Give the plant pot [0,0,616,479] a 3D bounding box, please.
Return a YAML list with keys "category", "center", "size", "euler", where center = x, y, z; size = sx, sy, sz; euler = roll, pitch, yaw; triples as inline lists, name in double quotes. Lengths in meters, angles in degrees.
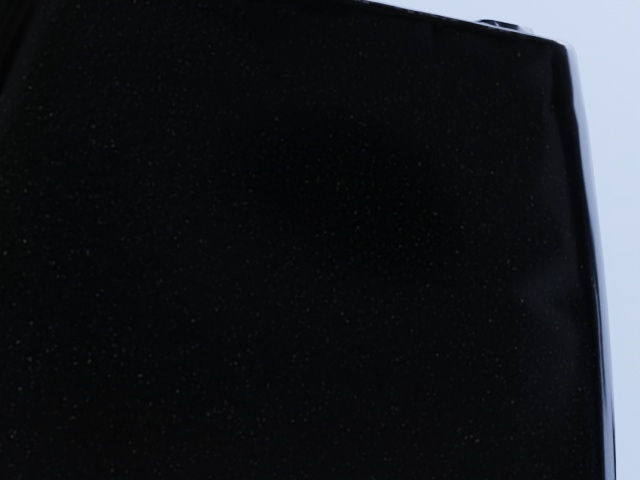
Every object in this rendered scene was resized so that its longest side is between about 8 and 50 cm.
- category: "plant pot"
  center: [-0.036, 0.016, 0.431]
  size: [0.187, 0.188, 0.167]
  euler: [8, -81, -21]
